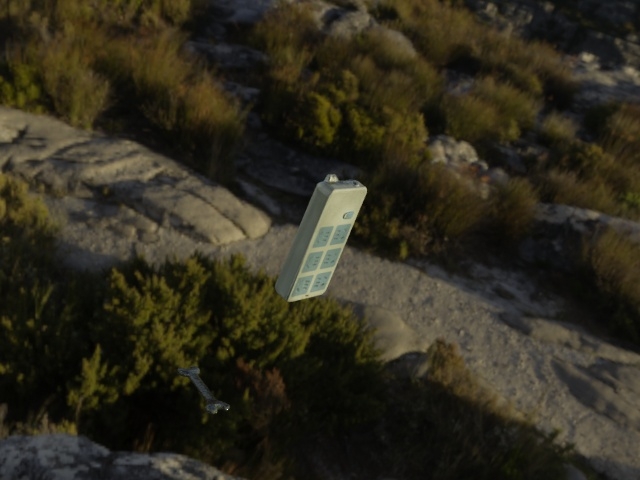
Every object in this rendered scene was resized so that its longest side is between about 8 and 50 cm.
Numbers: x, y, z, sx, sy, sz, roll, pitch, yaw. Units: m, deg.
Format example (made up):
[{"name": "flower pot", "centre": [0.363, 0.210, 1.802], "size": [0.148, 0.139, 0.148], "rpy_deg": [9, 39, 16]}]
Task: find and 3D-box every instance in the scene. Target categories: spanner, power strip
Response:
[{"name": "spanner", "centre": [-0.261, 0.325, 1.613], "size": [0.054, 0.015, 0.254], "rpy_deg": [3, 10, -27]}, {"name": "power strip", "centre": [0.000, 0.000, 0.981], "size": [0.081, 0.192, 0.035], "rpy_deg": [-7, 38, -47]}]
